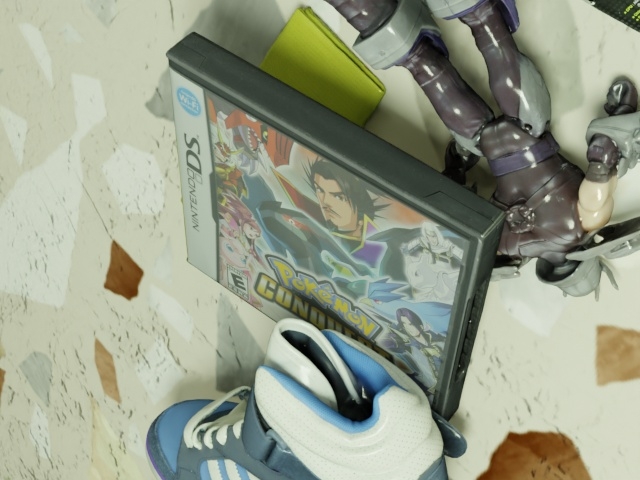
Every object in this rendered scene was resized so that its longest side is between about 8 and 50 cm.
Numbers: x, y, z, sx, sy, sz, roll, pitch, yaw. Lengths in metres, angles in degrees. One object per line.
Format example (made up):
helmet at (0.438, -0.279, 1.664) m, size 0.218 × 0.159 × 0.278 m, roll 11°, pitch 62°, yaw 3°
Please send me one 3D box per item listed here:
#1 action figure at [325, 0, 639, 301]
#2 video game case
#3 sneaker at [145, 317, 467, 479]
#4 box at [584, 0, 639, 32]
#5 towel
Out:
action figure at (0.126, -0.078, 0.747) m, size 0.185 × 0.099 × 0.285 m, roll -21°, pitch 106°, yaw 37°
video game case at (0.000, 0.000, 0.857) m, size 0.274 × 0.035 × 0.248 m, roll 32°, pitch 147°, yaw 22°
sneaker at (-0.034, 0.139, 0.918) m, size 0.322 × 0.130 × 0.236 m, roll 21°, pitch 132°, yaw 37°
box at (0.214, -0.190, 0.585) m, size 0.184 × 0.045 × 0.191 m, roll 25°, pitch 134°, yaw -15°
towel at (-0.036, -0.076, 0.942) m, size 0.102 × 0.021 × 0.237 m, roll 46°, pitch 130°, yaw 11°
